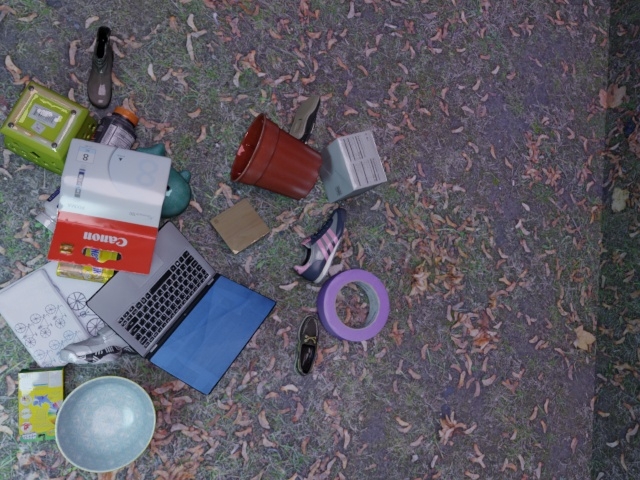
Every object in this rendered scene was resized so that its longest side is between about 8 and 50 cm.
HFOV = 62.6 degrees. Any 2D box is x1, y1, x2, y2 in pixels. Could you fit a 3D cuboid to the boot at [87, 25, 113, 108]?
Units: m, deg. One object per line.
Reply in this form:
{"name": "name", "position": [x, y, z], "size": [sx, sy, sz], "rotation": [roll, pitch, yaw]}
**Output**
{"name": "boot", "position": [-0.763, -0.598, 1.816], "size": [0.083, 0.161, 0.247], "rotation": [4, 81, -18]}

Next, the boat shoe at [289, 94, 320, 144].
{"name": "boat shoe", "position": [-0.055, -0.480, 2.109], "size": [0.079, 0.083, 0.233], "rotation": [46, 57, -48]}

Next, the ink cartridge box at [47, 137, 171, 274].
{"name": "ink cartridge box", "position": [-0.657, -0.107, 1.653], "size": [0.307, 0.091, 0.386], "rotation": [11, 69, -17]}

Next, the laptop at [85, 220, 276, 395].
{"name": "laptop", "position": [-0.427, 0.199, 1.675], "size": [0.408, 0.236, 0.382], "rotation": [53, 55, -25]}

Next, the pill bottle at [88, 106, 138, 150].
{"name": "pill bottle", "position": [-0.720, -0.336, 1.812], "size": [0.130, 0.130, 0.246], "rotation": [26, 74, -14]}

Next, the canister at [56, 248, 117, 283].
{"name": "canister", "position": [-0.769, 0.074, 1.740], "size": [0.169, 0.073, 0.126], "rotation": [11, 75, -21]}

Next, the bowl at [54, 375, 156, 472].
{"name": "bowl", "position": [-0.680, 0.573, 1.684], "size": [0.289, 0.156, 0.290], "rotation": [3, 81, -19]}

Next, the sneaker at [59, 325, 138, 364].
{"name": "sneaker", "position": [-0.657, 0.279, 1.717], "size": [0.365, 0.137, 0.211], "rotation": [-3, 85, -38]}

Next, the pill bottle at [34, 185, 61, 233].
{"name": "pill bottle", "position": [-0.845, -0.115, 1.746], "size": [0.112, 0.112, 0.187], "rotation": [42, 72, -10]}

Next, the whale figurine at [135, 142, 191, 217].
{"name": "whale figurine", "position": [-0.558, -0.215, 1.846], "size": [0.216, 0.141, 0.272], "rotation": [-17, 88, -20]}

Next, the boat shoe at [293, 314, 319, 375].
{"name": "boat shoe", "position": [-0.044, 0.394, 1.980], "size": [0.081, 0.068, 0.228], "rotation": [13, 78, -18]}

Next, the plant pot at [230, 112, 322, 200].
{"name": "plant pot", "position": [-0.154, -0.289, 1.949], "size": [0.264, 0.272, 0.273], "rotation": [23, 75, -23]}

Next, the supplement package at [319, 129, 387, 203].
{"name": "supplement package", "position": [0.111, -0.276, 2.026], "size": [0.145, 0.262, 0.204], "rotation": [-18, 89, -20]}

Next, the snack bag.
{"name": "snack bag", "position": [-0.837, 0.220, 1.743], "size": [0.342, 0.037, 0.323], "rotation": [-35, 94, -21]}

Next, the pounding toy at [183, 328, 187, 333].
{"name": "pounding toy", "position": [-0.435, 0.380, 1.840], "size": [0.237, 0.110, 0.183], "rotation": [51, 55, -39]}

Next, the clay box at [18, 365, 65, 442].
{"name": "clay box", "position": [-0.879, 0.516, 1.664], "size": [0.127, 0.053, 0.222], "rotation": [0, 94, -19]}

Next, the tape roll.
{"name": "tape roll", "position": [0.127, 0.252, 2.051], "size": [0.274, 0.090, 0.275], "rotation": [3, 82, -20]}

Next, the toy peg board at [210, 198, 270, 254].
{"name": "toy peg board", "position": [-0.300, -0.041, 1.959], "size": [0.161, 0.079, 0.161], "rotation": [-35, 79, -21]}

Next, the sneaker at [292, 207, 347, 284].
{"name": "sneaker", "position": [0.000, 0.000, 2.029], "size": [0.131, 0.112, 0.319], "rotation": [26, 74, -17]}

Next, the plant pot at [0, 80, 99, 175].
{"name": "plant pot", "position": [-0.884, -0.369, 1.719], "size": [0.228, 0.207, 0.227], "rotation": [26, 75, -13]}
